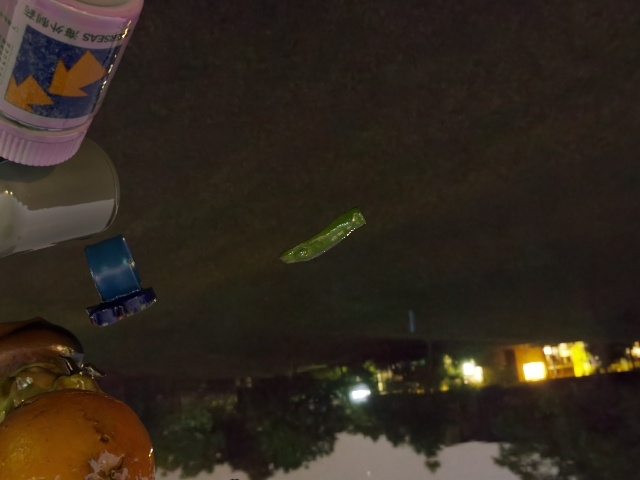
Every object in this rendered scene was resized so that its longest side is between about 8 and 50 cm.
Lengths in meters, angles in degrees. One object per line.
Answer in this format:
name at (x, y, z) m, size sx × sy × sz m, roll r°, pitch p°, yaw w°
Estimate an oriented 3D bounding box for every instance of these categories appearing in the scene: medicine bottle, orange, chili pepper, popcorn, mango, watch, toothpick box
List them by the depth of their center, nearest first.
medicine bottle at (-0.374, -0.258, 0.951) m, size 0.178 × 0.178 × 0.291 m, roll 4°, pitch 141°, yaw -37°
orange at (-0.356, 0.332, 0.970) m, size 0.246 × 0.246 × 0.246 m, roll -6°, pitch 167°, yaw -1°
toothpick box at (-0.528, -0.088, 1.214) m, size 0.228 × 0.229 × 0.316 m, roll -13°, pitch -175°, yaw 26°
chili pepper at (0.000, 0.000, 1.323) m, size 0.201 × 0.050 × 0.052 m, roll -31°, pitch 154°, yaw 22°
popcorn at (-0.557, 0.385, 1.439) m, size 0.297 × 0.281 × 0.316 m, roll 32°, pitch 161°, yaw 5°
watch at (-0.512, 0.094, 1.704) m, size 0.171 × 0.200 × 0.196 m, roll -18°, pitch -177°, yaw -20°
mango at (-0.739, 0.291, 1.719) m, size 0.287 × 0.201 × 0.152 m, roll -2°, pitch -178°, yaw -15°

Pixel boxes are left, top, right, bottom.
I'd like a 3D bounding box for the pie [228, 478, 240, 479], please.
pie at (-0.147, 0.601, 1.481) m, size 0.054 × 0.204 × 0.219 m, roll -31°, pitch 156°, yaw -17°
